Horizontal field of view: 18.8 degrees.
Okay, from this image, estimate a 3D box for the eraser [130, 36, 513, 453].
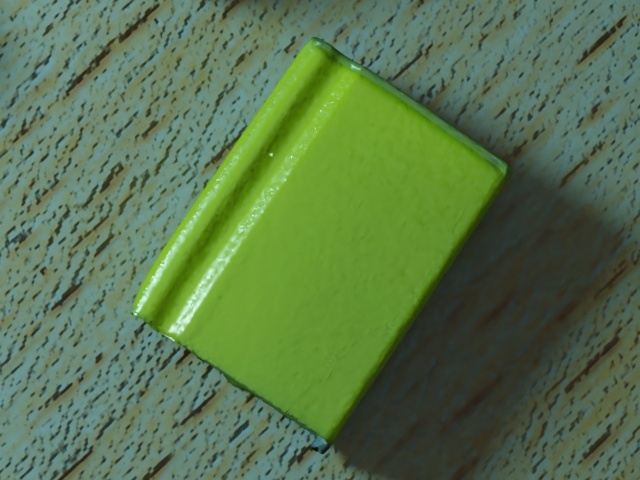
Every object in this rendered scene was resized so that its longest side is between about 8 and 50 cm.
[{"bbox_3d":[0.000,0.000,1.233,0.158,0.069,0.226,34,82,3],"label":"eraser"}]
